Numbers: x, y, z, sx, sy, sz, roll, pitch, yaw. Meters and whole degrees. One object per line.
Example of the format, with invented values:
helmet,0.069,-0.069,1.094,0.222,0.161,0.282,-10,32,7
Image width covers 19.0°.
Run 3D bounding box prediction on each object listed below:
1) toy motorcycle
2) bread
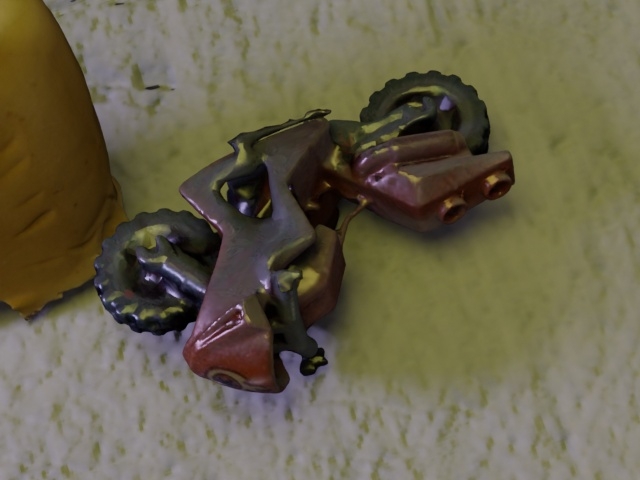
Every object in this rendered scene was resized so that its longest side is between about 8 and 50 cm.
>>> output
toy motorcycle,0.000,0.000,0.925,0.212,0.084,0.118,-29,56,-8
bread,-0.172,-0.041,0.932,0.134,0.173,0.085,-19,49,3
